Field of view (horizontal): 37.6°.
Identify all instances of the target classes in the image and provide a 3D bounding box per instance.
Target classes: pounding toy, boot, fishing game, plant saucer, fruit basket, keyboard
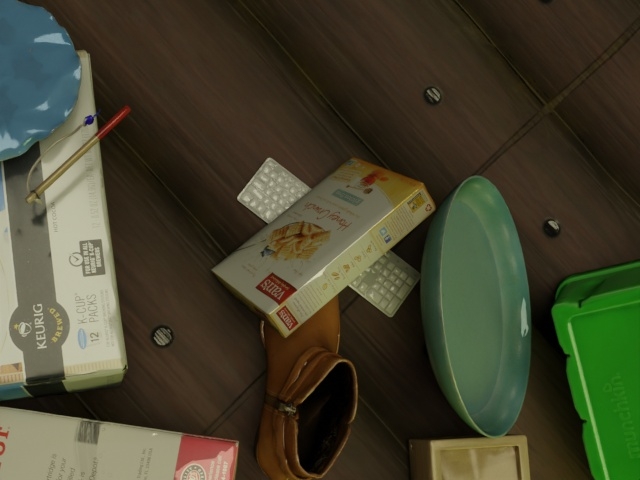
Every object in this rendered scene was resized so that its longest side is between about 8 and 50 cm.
[{"bbox_3d":[0.212,0.346,1.168,0.181,0.094,0.206,0,80,-14],"label":"pounding toy"},{"bbox_3d":[-0.015,0.140,1.086,0.109,0.220,0.283,18,75,-10],"label":"boot"},{"bbox_3d":[-0.328,-0.154,0.923,0.264,0.041,0.189,39,71,8],"label":"fishing game"},{"bbox_3d":[0.191,0.080,1.152,0.044,0.318,0.317,-7,77,29],"label":"plant saucer"},{"bbox_3d":[0.484,0.194,1.222,0.392,0.283,0.392,32,49,-48],"label":"fruit basket"},{"bbox_3d":[0.012,-0.004,1.231,0.256,0.014,0.072,38,73,-4],"label":"keyboard"}]

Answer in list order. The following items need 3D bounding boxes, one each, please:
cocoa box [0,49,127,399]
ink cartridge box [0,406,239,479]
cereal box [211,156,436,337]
[{"bbox_3d":[-0.347,-0.002,1.025,0.228,0.231,0.347,-6,80,-14],"label":"cocoa box"},{"bbox_3d":[-0.242,0.303,1.022,0.283,0.117,0.207,9,72,-2],"label":"ink cartridge box"},{"bbox_3d":[0.000,0.000,1.137,0.240,0.173,0.047,-39,120,-14],"label":"cereal box"}]
